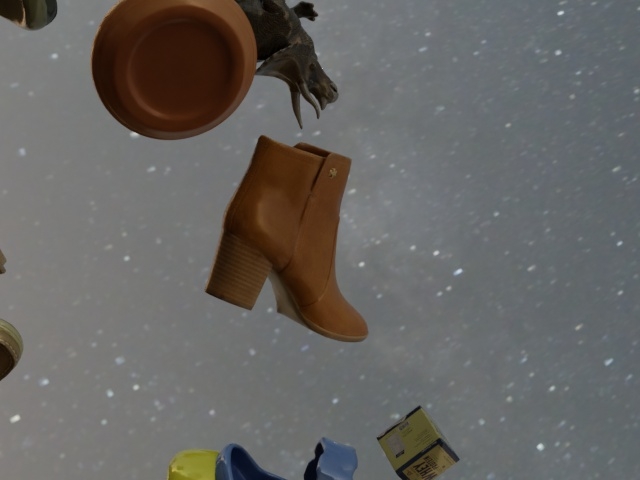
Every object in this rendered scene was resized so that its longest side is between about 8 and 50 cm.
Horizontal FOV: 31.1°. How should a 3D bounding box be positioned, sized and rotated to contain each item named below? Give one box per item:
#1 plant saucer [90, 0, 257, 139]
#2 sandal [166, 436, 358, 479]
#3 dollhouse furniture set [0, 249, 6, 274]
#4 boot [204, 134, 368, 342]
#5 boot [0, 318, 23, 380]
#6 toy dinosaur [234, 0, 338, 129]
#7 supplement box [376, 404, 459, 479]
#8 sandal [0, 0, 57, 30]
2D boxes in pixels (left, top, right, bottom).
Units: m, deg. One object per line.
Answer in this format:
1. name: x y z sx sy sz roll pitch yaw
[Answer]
1. plant saucer: -0.167 -0.205 1.346 0.037 0.200 0.200 -124 -144 -53
2. sandal: 0.016 0.272 0.882 0.138 0.126 0.317 -28 -68 13
3. dollhouse furniture set: -0.420 0.078 1.310 0.161 0.101 0.182 -16 -63 20
4. boot: -0.001 -0.001 1.394 0.104 0.295 0.211 25 -89 42
5. boot: -0.353 0.155 0.963 0.213 0.165 0.077 -21 -59 3
6. toy dinosaur: -0.106 -0.281 1.468 0.313 0.160 0.121 23 -31 17
7. supplement box: 0.141 0.302 1.667 0.056 0.083 0.083 48 6 -37
8. sandal: -0.348 -0.249 1.003 0.302 0.086 0.120 26 -31 38
